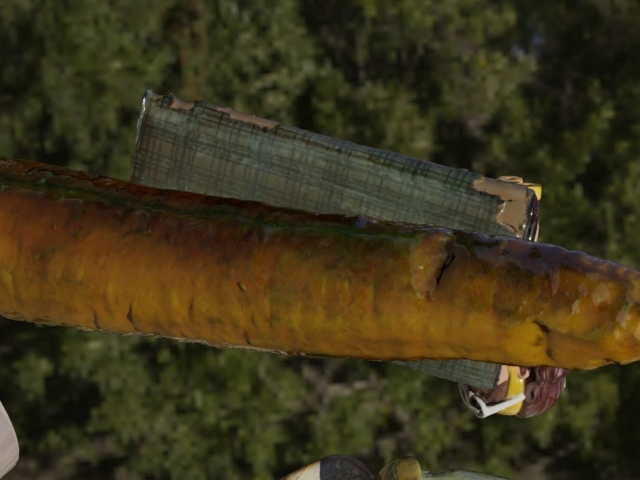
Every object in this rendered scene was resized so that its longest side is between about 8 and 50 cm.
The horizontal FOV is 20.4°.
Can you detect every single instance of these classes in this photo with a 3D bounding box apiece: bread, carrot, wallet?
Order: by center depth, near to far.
[{"bbox_3d":[-0.011,0.015,0.681,0.066,0.314,0.066,8,90,-72],"label":"carrot"},{"bbox_3d":[0.000,0.000,1.356,0.044,0.317,0.169,-47,150,-65],"label":"wallet"},{"bbox_3d":[-0.014,0.222,1.540,0.129,0.126,0.044,-37,-121,47],"label":"bread"}]

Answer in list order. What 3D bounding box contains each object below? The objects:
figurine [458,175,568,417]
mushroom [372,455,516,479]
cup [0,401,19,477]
[{"bbox_3d":[0.185,0.060,1.757,0.175,0.115,0.240,-140,-142,-68],"label":"figurine"},{"bbox_3d":[0.195,0.260,1.429,0.087,0.333,0.107,-51,155,-61],"label":"mushroom"},{"bbox_3d":[-0.436,0.241,1.710,0.288,0.273,0.208,56,-28,-10],"label":"cup"}]
